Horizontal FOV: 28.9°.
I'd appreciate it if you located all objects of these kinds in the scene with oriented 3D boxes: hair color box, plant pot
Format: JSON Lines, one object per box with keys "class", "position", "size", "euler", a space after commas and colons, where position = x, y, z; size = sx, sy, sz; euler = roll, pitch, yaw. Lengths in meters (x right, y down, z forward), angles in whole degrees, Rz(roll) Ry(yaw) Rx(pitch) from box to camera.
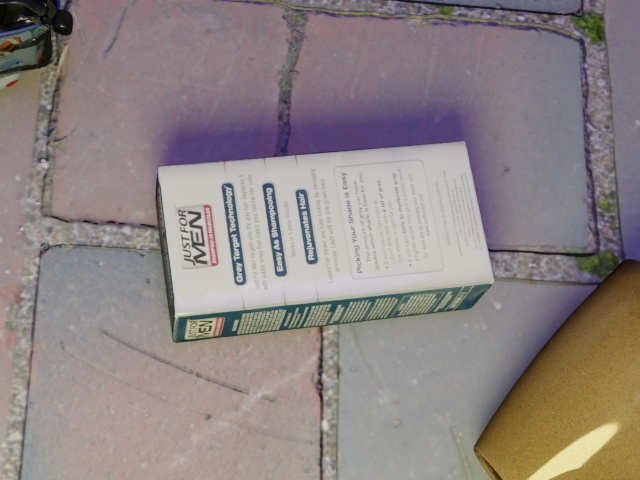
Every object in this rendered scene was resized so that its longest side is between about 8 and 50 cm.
{"class": "hair color box", "position": [0.000, 0.000, 1.373], "size": [0.347, 0.105, 0.174], "euler": [-5, 70, -11]}
{"class": "plant pot", "position": [0.294, 0.186, 1.304], "size": [0.254, 0.237, 0.237], "euler": [-35, 78, -5]}

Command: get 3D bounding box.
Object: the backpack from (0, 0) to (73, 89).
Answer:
{"class": "backpack", "position": [-0.444, -0.265, 1.345], "size": [0.263, 0.213, 0.276], "euler": [-19, 67, -29]}
